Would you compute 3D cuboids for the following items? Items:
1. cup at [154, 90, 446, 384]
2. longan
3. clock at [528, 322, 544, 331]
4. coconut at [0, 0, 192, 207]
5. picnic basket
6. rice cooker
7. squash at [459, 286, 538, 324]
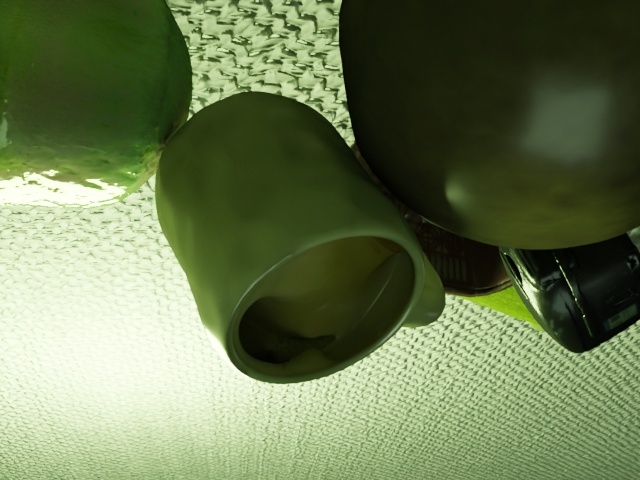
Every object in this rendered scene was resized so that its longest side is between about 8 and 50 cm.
[{"bbox_3d":[0.002,-0.015,0.544,0.255,0.202,0.173,-7,133,-26],"label":"cup"},{"bbox_3d":[0.163,-0.139,0.491,0.319,0.319,0.319,-4,145,-3],"label":"longan"},{"bbox_3d":[0.430,0.066,1.027,0.232,0.069,0.170,-21,142,20],"label":"clock"},{"bbox_3d":[-0.232,-0.130,0.534,0.236,0.204,0.236,-6,166,-1],"label":"coconut"},{"bbox_3d":[0.150,-0.044,0.774,0.297,0.129,0.222,14,142,-26],"label":"picnic basket"},{"bbox_3d":[0.260,0.032,0.662,0.118,0.142,0.203,-29,143,13],"label":"rice cooker"},{"bbox_3d":[0.275,-0.006,0.933,0.289,0.203,0.111,23,153,22],"label":"squash"}]
